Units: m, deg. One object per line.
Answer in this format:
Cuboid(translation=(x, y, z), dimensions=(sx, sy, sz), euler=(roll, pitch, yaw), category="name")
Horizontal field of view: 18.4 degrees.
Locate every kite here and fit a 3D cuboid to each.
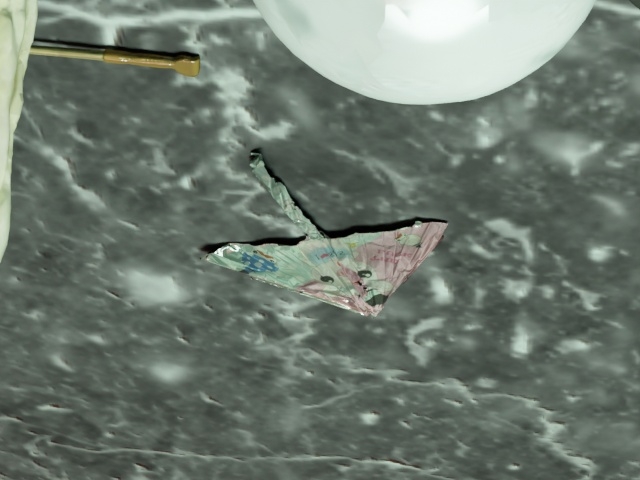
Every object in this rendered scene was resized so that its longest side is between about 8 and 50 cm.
Cuboid(translation=(0.000, 0.000, 1.014), dimensions=(0.139, 0.011, 0.156), euler=(-11, 144, 23), category="kite")

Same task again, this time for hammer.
Cuboid(translation=(-0.116, -0.086, 0.906), dimensions=(0.123, 0.014, 0.029), euler=(5, 156, 2), category="hammer")

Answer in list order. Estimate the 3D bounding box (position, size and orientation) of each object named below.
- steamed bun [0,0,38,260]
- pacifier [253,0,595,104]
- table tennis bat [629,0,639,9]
Cuboid(translation=(-0.258, -0.103, 0.707), dimensions=(0.206, 0.275, 0.320), euler=(1, 114, 38), category="steamed bun")
Cuboid(translation=(0.020, -0.157, 0.541), dimensions=(0.288, 0.269, 0.343), euler=(-8, 154, -14), category="pacifier")
Cuboid(translation=(0.141, -0.130, 0.772), dimensions=(0.087, 0.013, 0.156), euler=(-14, 142, 32), category="table tennis bat")
